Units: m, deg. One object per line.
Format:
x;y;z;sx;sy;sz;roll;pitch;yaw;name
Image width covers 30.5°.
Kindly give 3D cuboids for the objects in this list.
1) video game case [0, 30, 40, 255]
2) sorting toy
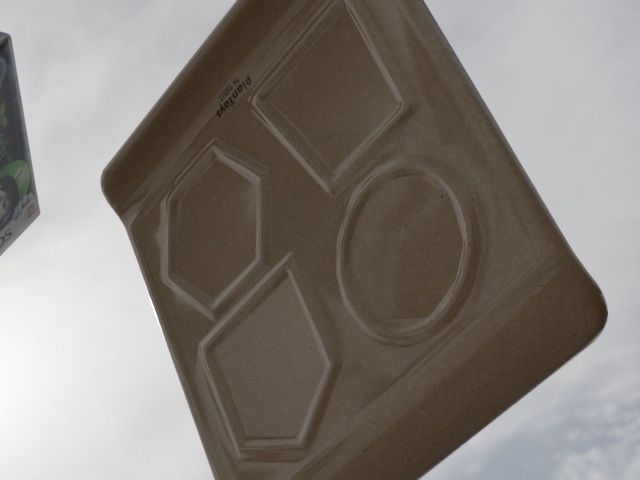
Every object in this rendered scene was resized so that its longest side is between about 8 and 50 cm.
-0.289;-0.045;0.937;0.173;0.022;0.190;-58;-22;-45;video game case
0.000;0.000;0.477;0.038;0.208;0.193;4;-41;-47;sorting toy
